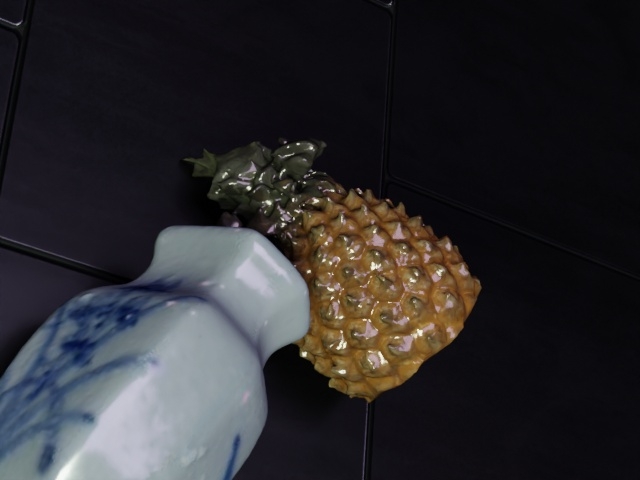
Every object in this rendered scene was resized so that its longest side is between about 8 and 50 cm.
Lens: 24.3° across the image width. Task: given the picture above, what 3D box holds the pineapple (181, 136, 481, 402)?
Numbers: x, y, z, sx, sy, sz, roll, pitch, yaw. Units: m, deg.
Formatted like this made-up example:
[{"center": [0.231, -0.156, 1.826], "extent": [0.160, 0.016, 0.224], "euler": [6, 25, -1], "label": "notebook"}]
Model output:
[{"center": [0.001, -0.001, 1.679], "extent": [0.357, 0.223, 0.223], "euler": [46, 50, 1], "label": "pineapple"}]

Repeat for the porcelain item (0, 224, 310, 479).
[{"center": [-0.187, 0.161, 1.429], "extent": [0.405, 0.242, 0.178], "euler": [-51, 130, -37], "label": "porcelain item"}]
